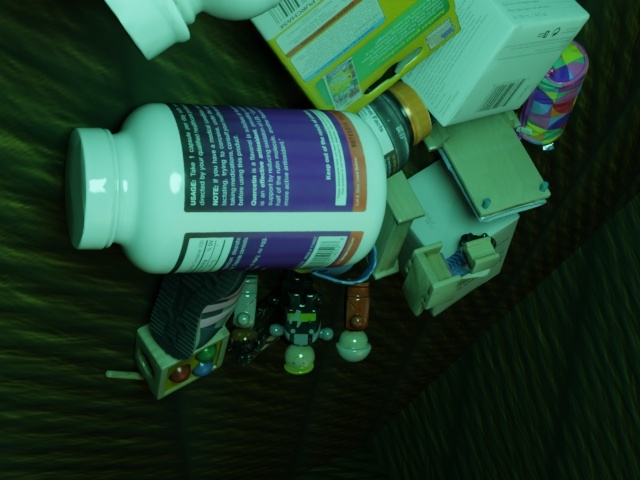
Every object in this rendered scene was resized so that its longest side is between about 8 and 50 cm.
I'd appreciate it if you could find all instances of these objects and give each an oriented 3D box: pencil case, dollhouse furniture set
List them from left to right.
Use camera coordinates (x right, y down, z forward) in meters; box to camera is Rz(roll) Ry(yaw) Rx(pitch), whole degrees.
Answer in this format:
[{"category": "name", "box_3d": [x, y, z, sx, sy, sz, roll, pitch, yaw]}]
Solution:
[{"category": "dollhouse furniture set", "box_3d": [0.233, -0.041, 1.495, 0.304, 0.286, 0.198, -18, 155, -17]}, {"category": "pencil case", "box_3d": [0.396, -0.252, 1.582, 0.104, 0.104, 0.236, -33, 158, -11]}]

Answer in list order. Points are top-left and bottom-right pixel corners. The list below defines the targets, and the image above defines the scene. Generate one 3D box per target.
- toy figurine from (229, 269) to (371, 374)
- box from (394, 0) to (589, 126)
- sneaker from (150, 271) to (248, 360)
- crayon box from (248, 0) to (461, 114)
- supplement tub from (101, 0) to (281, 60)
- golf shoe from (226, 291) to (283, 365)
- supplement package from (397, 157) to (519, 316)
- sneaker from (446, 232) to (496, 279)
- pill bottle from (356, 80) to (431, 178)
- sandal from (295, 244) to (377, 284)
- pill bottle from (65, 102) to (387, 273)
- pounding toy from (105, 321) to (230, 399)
[{"category": "toy figurine", "box_3d": [-0.036, 0.132, 1.510, 0.210, 0.213, 0.148, -11, 108, -50]}, {"category": "box", "box_3d": [0.230, -0.268, 1.234, 0.181, 0.119, 0.182, -19, 152, -41]}, {"category": "sneaker", "box_3d": [-0.156, 0.045, 1.340, 0.131, 0.112, 0.319, -42, 171, -44]}, {"category": "crayon box", "box_3d": [0.029, -0.260, 0.971, 0.203, 0.083, 0.323, -38, 159, 4]}, {"category": "supplement tub", "box_3d": [-0.035, -0.291, 0.564, 0.331, 0.241, 0.241, -37, 160, -3]}, {"category": "golf shoe", "box_3d": [-0.092, 0.153, 1.718, 0.198, 0.077, 0.094, -38, 175, 15]}, {"category": "supplement package", "box_3d": [0.241, -0.010, 1.734, 0.175, 0.177, 0.293, -32, 160, -9]}, {"category": "sneaker", "box_3d": [0.231, 0.029, 1.519, 0.152, 0.058, 0.084, -12, 130, -28]}, {"category": "pill bottle", "box_3d": [0.027, -0.119, 1.208, 0.246, 0.130, 0.130, -31, 159, -16]}, {"category": "sandal", "box_3d": [0.000, 0.000, 1.380, 0.126, 0.138, 0.317, -70, 161, 0]}, {"category": "pill bottle", "box_3d": [-0.102, -0.056, 0.987, 0.323, 0.181, 0.181, -1, 144, -25]}, {"category": "pounding toy", "box_3d": [-0.257, 0.214, 1.521, 0.181, 0.094, 0.206, -27, 157, -27]}]
